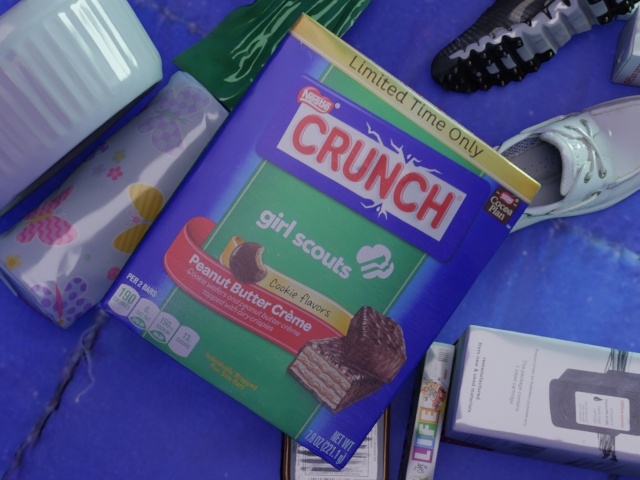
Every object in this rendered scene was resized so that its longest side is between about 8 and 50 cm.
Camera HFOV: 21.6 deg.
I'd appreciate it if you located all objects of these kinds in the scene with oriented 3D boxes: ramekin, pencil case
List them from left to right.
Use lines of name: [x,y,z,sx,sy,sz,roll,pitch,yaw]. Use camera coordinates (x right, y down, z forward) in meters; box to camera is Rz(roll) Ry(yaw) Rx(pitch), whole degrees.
ramekin: [-0.266,-0.130,1.549,0.273,0.273,0.127,-41,95,-8]
pencil case: [-0.190,-0.040,1.602,0.273,0.113,0.124,-44,40,-8]

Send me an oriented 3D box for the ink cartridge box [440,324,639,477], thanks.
ink cartridge box: [0.236,0.154,1.550,0.237,0.172,0.100,10,80,0]

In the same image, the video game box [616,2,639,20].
video game box: [0.403,-0.313,1.700,0.187,0.048,0.205,8,80,3]

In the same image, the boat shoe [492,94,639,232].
boat shoe: [0.235,-0.071,1.628,0.277,0.096,0.098,-24,80,-6]

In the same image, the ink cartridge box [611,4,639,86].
ink cartridge box: [0.363,-0.182,1.649,0.135,0.099,0.056,10,80,0]

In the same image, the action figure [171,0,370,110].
action figure: [-0.019,-0.217,1.665,0.137,0.063,0.232,41,85,8]

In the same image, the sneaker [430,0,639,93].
sneaker: [0.207,-0.232,1.671,0.234,0.078,0.106,-30,55,9]

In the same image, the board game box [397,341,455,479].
board game box: [0.097,0.177,1.577,0.026,0.103,0.154,10,79,0]

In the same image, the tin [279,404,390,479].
tin: [0.016,0.181,1.610,0.106,0.040,0.190,2,80,-5]

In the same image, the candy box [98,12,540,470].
candy box: [0.000,0.000,1.516,0.268,0.122,0.317,35,91,-6]
